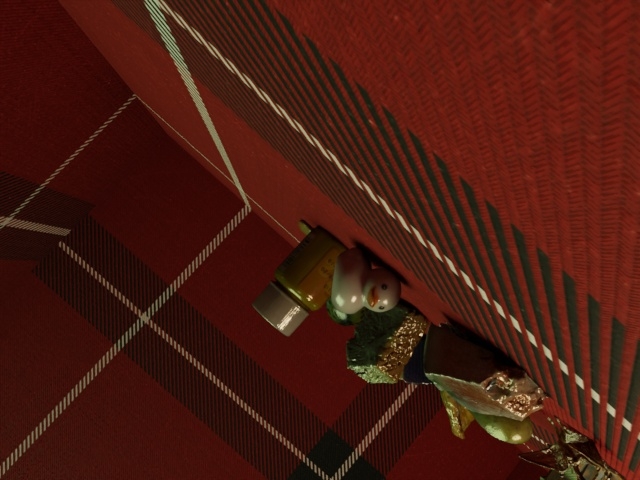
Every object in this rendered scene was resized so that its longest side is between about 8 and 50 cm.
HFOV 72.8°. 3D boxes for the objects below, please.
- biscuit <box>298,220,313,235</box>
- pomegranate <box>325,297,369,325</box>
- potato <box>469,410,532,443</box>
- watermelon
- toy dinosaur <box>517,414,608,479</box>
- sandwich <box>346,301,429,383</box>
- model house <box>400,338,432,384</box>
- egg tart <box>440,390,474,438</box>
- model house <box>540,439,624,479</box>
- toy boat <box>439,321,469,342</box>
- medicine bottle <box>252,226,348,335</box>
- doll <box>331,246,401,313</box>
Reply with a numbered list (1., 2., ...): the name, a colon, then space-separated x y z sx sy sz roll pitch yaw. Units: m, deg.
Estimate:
1. biscuit: 0.000 0.000 1.831 0.247 0.029 0.118 41 167 8
2. pomegranate: 0.127 0.251 2.050 0.242 0.243 0.305 -174 67 -79
3. potato: 0.594 0.543 1.454 0.271 0.161 0.111 -117 26 -67
4. watermelon: 0.413 0.377 1.190 0.264 0.151 0.302 45 165 -27
5. toy dinosaur: 0.689 0.620 1.260 0.327 0.113 0.206 139 121 -83
6. sandwich: 0.232 0.378 1.638 0.131 0.325 0.262 33 176 -22
7. model house: 0.465 0.559 2.053 0.313 0.244 0.280 14 165 -40
8. egg tart: 0.543 0.604 1.726 0.345 0.133 0.344 -13 -90 -82
9. model house: 0.813 0.774 1.361 0.271 0.206 0.178 46 173 -28
10. toy boat: 0.416 0.281 1.288 0.105 0.034 0.149 45 161 -2
11. medicine bottle: -0.060 0.156 1.633 0.224 0.384 0.224 41 172 7
12. doll: 0.143 0.132 1.334 0.221 0.221 0.251 43 -164 -6
